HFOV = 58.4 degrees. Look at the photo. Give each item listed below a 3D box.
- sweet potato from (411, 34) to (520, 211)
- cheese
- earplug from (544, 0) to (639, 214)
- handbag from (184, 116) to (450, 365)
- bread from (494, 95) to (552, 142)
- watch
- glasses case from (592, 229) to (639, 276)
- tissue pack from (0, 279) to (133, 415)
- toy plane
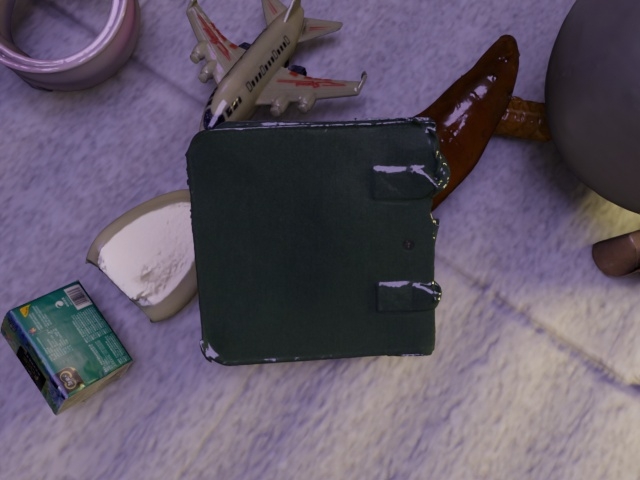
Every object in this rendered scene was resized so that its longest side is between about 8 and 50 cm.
[{"bbox_3d":[0.107,-0.085,0.666,0.359,0.112,0.112,-40,79,-2],"label":"sweet potato"},{"bbox_3d":[-0.142,-0.029,0.670,0.127,0.054,0.251,42,76,5],"label":"cheese"},{"bbox_3d":[0.432,-0.205,0.604,0.312,0.313,0.394,41,76,9],"label":"earplug"},{"bbox_3d":[-0.001,0.000,0.592,0.259,0.079,0.248,-1,102,4],"label":"handbag"},{"bbox_3d":[0.228,-0.160,0.724,0.157,0.044,0.052,10,68,0],"label":"bread"},{"bbox_3d":[-0.315,-0.312,0.693,0.217,0.211,0.248,44,85,-9],"label":"watch"},{"bbox_3d":[0.433,0.004,0.658,0.193,0.102,0.070,-15,82,-7],"label":"glasses case"},{"bbox_3d":[-0.273,0.118,0.614,0.111,0.079,0.085,51,43,10],"label":"tissue pack"},{"bbox_3d":[-0.075,-0.205,0.694,0.241,0.104,0.256,26,71,3],"label":"toy plane"}]
